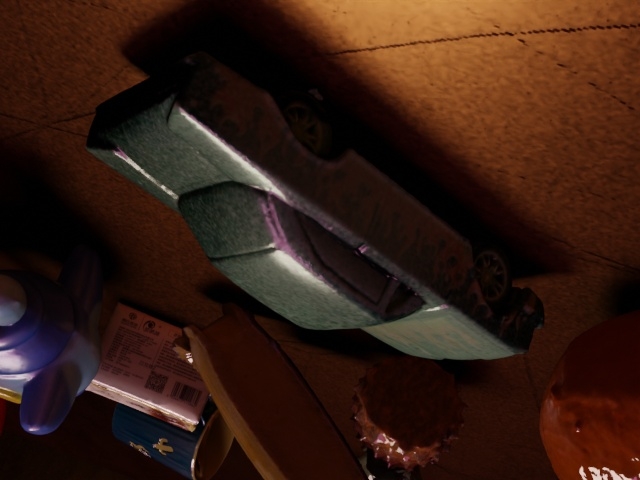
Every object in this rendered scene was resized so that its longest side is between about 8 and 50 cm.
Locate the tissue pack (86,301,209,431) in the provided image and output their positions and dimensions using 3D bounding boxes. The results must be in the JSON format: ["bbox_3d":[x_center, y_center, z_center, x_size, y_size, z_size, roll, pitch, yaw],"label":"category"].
[{"bbox_3d":[-0.203,0.158,1.138,0.148,0.106,0.099,24,157,-4],"label":"tissue pack"}]

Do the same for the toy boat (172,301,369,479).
[{"bbox_3d":[-0.032,0.205,0.941,0.321,0.089,0.121,52,160,12],"label":"toy boat"}]

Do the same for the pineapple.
[{"bbox_3d":[0.078,0.205,0.992,0.130,0.119,0.277,61,165,23],"label":"pineapple"}]

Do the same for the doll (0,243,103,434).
[{"bbox_3d":[-0.360,0.111,0.963,0.365,0.187,0.376,-9,177,33],"label":"doll"}]

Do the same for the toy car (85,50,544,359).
[{"bbox_3d":[0.000,0.000,0.619,0.320,0.097,0.141,35,154,-28],"label":"toy car"}]

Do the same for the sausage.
[{"bbox_3d":[0.263,0.123,0.592,0.268,0.153,0.141,-7,123,48],"label":"sausage"}]

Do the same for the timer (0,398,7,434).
[{"bbox_3d":[-0.666,0.247,1.386,0.378,0.378,0.279,37,154,-33],"label":"timer"}]

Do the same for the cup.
[{"bbox_3d":[-0.222,0.263,1.389,0.155,0.131,0.176,17,128,19],"label":"cup"}]
